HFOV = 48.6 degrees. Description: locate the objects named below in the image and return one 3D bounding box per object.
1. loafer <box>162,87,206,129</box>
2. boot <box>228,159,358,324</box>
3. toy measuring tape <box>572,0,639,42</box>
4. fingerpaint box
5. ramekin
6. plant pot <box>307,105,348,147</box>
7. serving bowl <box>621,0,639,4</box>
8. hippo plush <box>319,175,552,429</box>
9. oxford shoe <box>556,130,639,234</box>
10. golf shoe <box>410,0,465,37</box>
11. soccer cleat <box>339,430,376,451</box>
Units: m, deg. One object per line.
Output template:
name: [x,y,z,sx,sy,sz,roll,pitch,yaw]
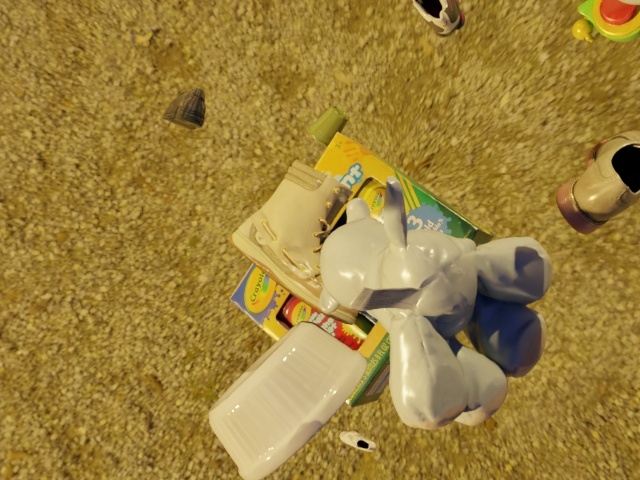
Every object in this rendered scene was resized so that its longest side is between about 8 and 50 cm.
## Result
loafer: [-0.237,-0.235,1.262,0.062,0.170,0.061,19,89,-29]
boot: [0.000,0.000,1.197,0.262,0.095,0.203,36,84,21]
toy measuring tape: [0.650,-0.480,1.374,0.330,0.121,0.121,-29,90,34]
fingerpaint box: [0.078,0.060,1.508,0.371,0.163,0.444,39,101,24]
ramekin: [-0.062,0.248,1.148,0.273,0.273,0.127,-45,90,7]
plant pot: [0.025,-0.273,1.674,0.083,0.083,0.079,41,113,3]
serving bowl: [0.301,-0.244,0.634,0.027,0.083,0.083,30,98,-37]
hippo plush: [0.090,0.076,0.821,0.294,0.237,0.234,17,86,-34]
oxford shoe: [0.618,-0.140,1.420,0.140,0.397,0.146,50,136,1]
golf shoe: [0.238,-0.602,1.651,0.105,0.120,0.272,-38,79,24]
soccer cleat: [0.072,0.402,1.421,0.083,0.036,0.029,15,82,31]
